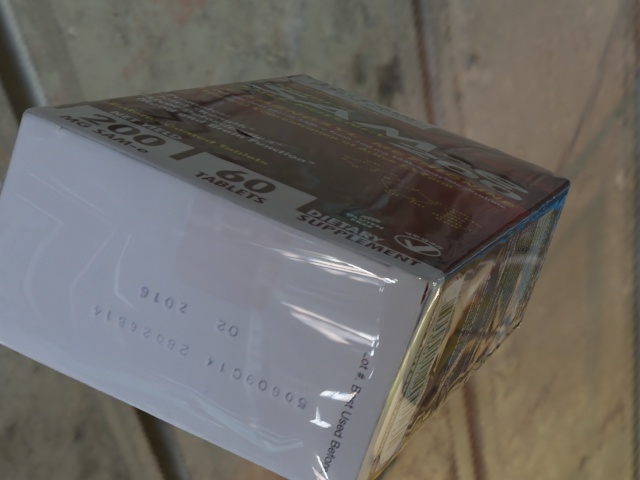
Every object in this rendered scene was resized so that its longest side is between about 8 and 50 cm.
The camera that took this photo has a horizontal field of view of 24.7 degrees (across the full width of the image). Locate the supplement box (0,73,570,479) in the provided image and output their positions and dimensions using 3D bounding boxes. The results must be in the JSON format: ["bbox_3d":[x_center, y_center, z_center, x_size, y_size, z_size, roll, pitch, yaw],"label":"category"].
[{"bbox_3d":[0.000,0.000,0.509,0.073,0.130,0.239,-70,166,14],"label":"supplement box"}]
